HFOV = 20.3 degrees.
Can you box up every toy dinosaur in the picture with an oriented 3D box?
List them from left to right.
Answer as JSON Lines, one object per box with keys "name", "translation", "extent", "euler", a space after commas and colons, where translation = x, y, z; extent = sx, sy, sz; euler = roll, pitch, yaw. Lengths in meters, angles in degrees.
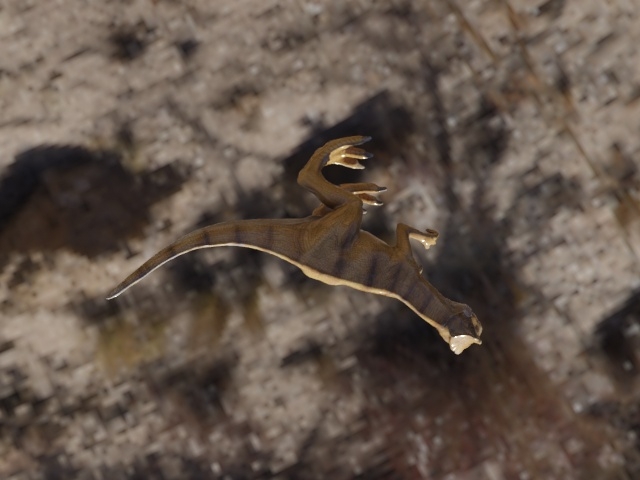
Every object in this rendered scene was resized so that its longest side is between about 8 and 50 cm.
{"name": "toy dinosaur", "translation": [0.000, 0.000, 0.986], "extent": [0.211, 0.112, 0.064], "euler": [16, 142, -9]}
